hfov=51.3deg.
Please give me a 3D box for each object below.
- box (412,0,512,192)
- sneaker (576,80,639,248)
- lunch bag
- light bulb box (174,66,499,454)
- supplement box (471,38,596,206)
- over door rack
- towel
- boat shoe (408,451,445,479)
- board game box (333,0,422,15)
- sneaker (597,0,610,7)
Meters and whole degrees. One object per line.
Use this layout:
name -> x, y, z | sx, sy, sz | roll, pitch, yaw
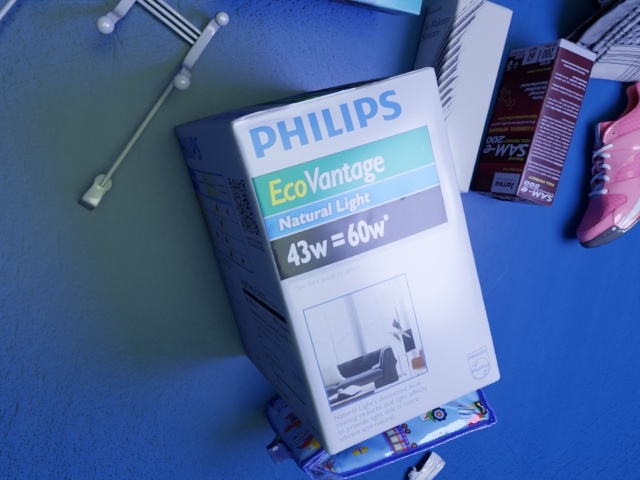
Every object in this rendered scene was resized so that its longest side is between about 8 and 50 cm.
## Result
box -> 0.191, -0.215, 0.999 | 0.094, 0.113, 0.275 | 12, 92, -19
sneaker -> 0.506, -0.133, 1.138 | 0.136, 0.116, 0.314 | 34, 84, -3
lunch bag -> 0.058, 0.239, 0.958 | 0.293, 0.221, 0.138 | -27, 105, -14
light bulb box -> 0.000, 0.000, 0.832 | 0.225, 0.358, 0.361 | -19, 105, -18
supplement box -> 0.328, -0.180, 1.041 | 0.073, 0.130, 0.239 | 14, 92, -21
over door rack -> -0.295, -0.226, 0.831 | 0.239, 0.108, 0.324 | 36, 86, -19
towel -> 0.585, -0.336, 1.024 | 0.324, 0.312, 0.056 | 5, 70, -19
boat shoe -> 0.164, 0.398, 1.121 | 0.035, 0.035, 0.100 | 44, 86, 8
board game box -> 0.036, -0.481, 0.843 | 0.254, 0.079, 0.336 | 1, 106, -27
sneaker -> 0.489, -0.401, 1.103 | 0.161, 0.057, 0.075 | 16, 86, -23
